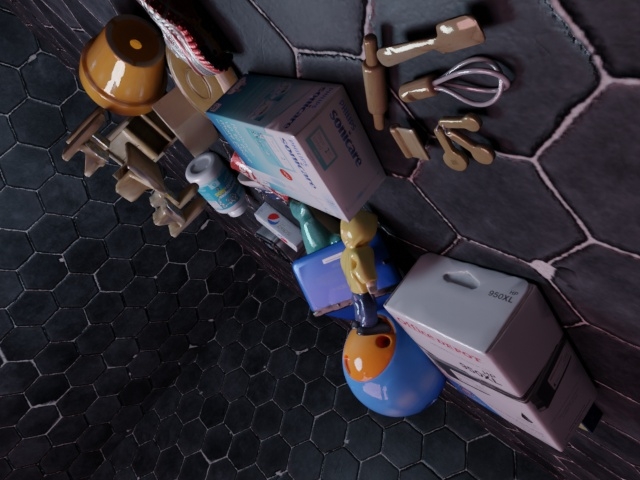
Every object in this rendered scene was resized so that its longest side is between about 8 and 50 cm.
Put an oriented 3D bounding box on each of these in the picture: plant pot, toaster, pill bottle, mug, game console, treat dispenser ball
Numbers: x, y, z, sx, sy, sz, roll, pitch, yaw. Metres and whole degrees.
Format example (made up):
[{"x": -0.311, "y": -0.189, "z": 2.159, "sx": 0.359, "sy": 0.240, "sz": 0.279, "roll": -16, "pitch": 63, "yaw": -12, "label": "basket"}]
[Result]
[{"x": -0.468, "y": -0.438, "z": 1.027, "sx": 0.205, "sy": 0.205, "sz": 0.188, "roll": 45, "pitch": 151, "yaw": -18, "label": "plant pot"}, {"x": -0.163, "y": 0.008, "z": 1.780, "sx": 0.185, "sy": 0.110, "sz": 0.168, "roll": 24, "pitch": 160, "yaw": 52, "label": "toaster"}, {"x": -0.388, "y": -0.205, "z": 1.632, "sx": 0.146, "sy": 0.146, "sz": 0.264, "roll": 30, "pitch": 164, "yaw": 39, "label": "pill bottle"}, {"x": -0.263, "y": -0.354, "z": 0.937, "sx": 0.236, "sy": 0.032, "sz": 0.236, "roll": 33, "pitch": 152, "yaw": 20, "label": "plant pot"}, {"x": -0.125, "y": -0.185, "z": 1.047, "sx": 0.169, "sy": 0.113, "sz": 0.150, "roll": 36, "pitch": 168, "yaw": 4, "label": "mug"}, {"x": 0.113, "y": 0.108, "z": 1.171, "sx": 0.293, "sy": 0.173, "sz": 0.250, "roll": -24, "pitch": 92, "yaw": 32, "label": "game console"}, {"x": 0.204, "y": 0.331, "z": 1.160, "sx": 0.288, "sy": 0.288, "sz": 0.288, "roll": 38, "pitch": 167, "yaw": 11, "label": "treat dispenser ball"}]

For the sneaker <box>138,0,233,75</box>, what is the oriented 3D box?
[{"x": -0.267, "y": -0.391, "z": 0.763, "sx": 0.092, "sy": 0.088, "sz": 0.225, "roll": -1, "pitch": 139, "yaw": 45, "label": "sneaker"}]

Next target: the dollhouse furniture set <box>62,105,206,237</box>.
[{"x": -0.517, "y": -0.278, "z": 1.280, "sx": 0.362, "sy": 0.256, "sz": 0.394, "roll": 44, "pitch": -177, "yaw": -38, "label": "dollhouse furniture set"}]

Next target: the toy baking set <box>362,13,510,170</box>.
[{"x": 0.133, "y": -0.180, "z": 0.522, "sx": 0.196, "sy": 0.030, "sz": 0.256, "roll": 30, "pitch": 164, "yaw": 28, "label": "toy baking set"}]

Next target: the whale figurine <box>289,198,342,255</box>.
[{"x": 0.000, "y": 0.000, "z": 1.225, "sx": 0.272, "sy": 0.141, "sz": 0.216, "roll": 48, "pitch": 166, "yaw": -28, "label": "whale figurine"}]

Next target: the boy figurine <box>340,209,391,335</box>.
[{"x": 0.098, "y": 0.070, "z": 0.985, "sx": 0.177, "sy": 0.092, "sz": 0.285, "roll": -176, "pitch": 80, "yaw": -82, "label": "boy figurine"}]

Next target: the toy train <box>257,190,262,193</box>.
[{"x": -0.246, "y": -0.219, "z": 1.448, "sx": 0.158, "sy": 0.027, "sz": 0.036, "roll": 47, "pitch": 162, "yaw": -28, "label": "toy train"}]

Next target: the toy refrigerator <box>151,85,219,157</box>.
[{"x": -0.370, "y": -0.330, "z": 1.179, "sx": 0.094, "sy": 0.102, "sz": 0.269, "roll": 48, "pitch": 175, "yaw": 0, "label": "toy refrigerator"}]

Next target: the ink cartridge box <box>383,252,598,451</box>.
[{"x": 0.364, "y": 0.232, "z": 0.911, "sx": 0.395, "sy": 0.166, "sz": 0.285, "roll": 48, "pitch": 165, "yaw": -28, "label": "ink cartridge box"}]

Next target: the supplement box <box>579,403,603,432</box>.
[{"x": 0.615, "y": 0.407, "z": 1.024, "sx": 0.083, "sy": 0.056, "sz": 0.083, "roll": 44, "pitch": 166, "yaw": -17, "label": "supplement box"}]

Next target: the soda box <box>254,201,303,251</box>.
[{"x": -0.153, "y": -0.053, "z": 1.642, "sx": 0.216, "sy": 0.069, "sz": 0.074, "roll": 39, "pitch": 167, "yaw": 11, "label": "soda box"}]

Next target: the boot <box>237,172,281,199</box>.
[{"x": -0.187, "y": -0.174, "z": 1.334, "sx": 0.190, "sy": 0.069, "sz": 0.086, "roll": 23, "pitch": 155, "yaw": 48, "label": "boot"}]

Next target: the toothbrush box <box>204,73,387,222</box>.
[{"x": -0.049, "y": -0.183, "z": 0.801, "sx": 0.295, "sy": 0.126, "sz": 0.216, "roll": 26, "pitch": 161, "yaw": 42, "label": "toothbrush box"}]
